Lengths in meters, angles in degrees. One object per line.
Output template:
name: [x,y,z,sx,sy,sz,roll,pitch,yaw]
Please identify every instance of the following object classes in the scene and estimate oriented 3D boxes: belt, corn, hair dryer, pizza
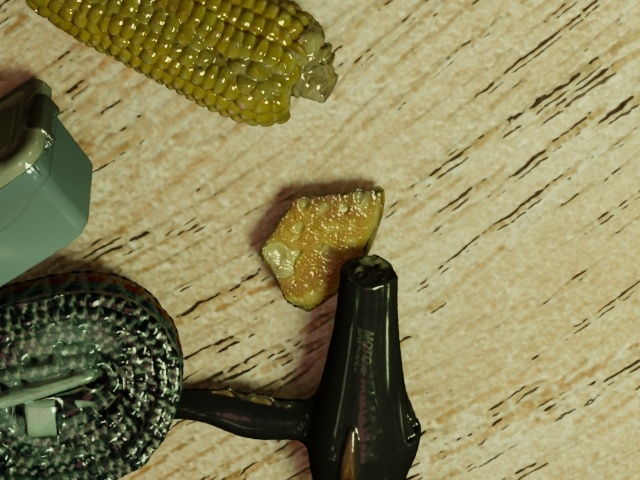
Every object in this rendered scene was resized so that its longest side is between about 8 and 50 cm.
belt: [-0.277,0.146,1.843,0.295,0.160,0.207,-20,99,1]
corn: [-0.145,-0.210,1.735,0.346,0.130,0.130,24,113,-5]
hair dryer: [-0.075,0.147,1.907,0.359,0.120,0.304,5,122,11]
pizza: [0.000,0.000,1.870,0.099,0.036,0.160,27,111,-10]

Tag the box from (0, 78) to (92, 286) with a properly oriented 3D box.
box: [-0.329,-0.040,1.804,0.227,0.162,0.130,-32,119,16]
